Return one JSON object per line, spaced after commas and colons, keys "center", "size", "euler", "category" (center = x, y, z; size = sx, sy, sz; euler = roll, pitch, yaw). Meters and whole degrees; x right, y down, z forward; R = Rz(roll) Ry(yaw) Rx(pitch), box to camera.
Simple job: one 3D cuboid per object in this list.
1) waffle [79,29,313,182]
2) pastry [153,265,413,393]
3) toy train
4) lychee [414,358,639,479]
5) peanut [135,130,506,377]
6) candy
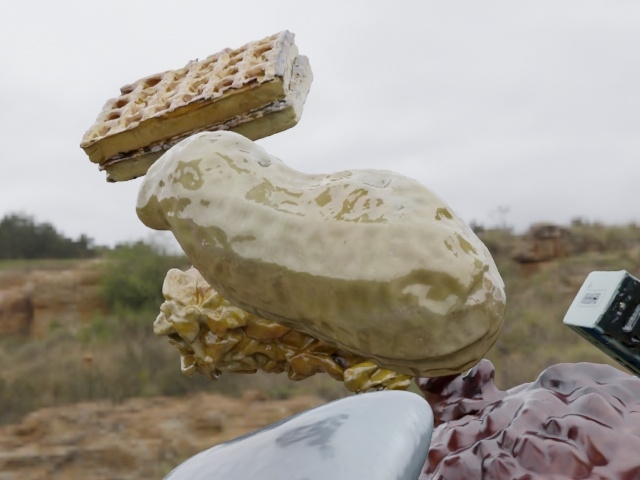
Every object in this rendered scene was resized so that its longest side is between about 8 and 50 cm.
{"center": [-0.082, -0.091, 0.820], "size": [0.148, 0.042, 0.102], "euler": [-17, 26, 14], "category": "waffle"}
{"center": [-0.007, 0.064, 1.012], "size": [0.249, 0.102, 0.154], "euler": [2, 24, 8], "category": "pastry"}
{"center": [0.287, 0.105, 0.891], "size": [0.234, 0.052, 0.051], "euler": [35, -10, -16], "category": "toy train"}
{"center": [0.208, 0.304, 1.068], "size": [0.424, 0.500, 0.424], "euler": [-34, -10, -7], "category": "lychee"}
{"center": [0.000, 0.000, 0.507], "size": [0.174, 0.080, 0.080], "euler": [23, 2, 23], "category": "peanut"}
{"center": [-0.029, 0.140, 0.642], "size": [0.174, 0.071, 0.138], "euler": [-24, 8, 24], "category": "candy"}
